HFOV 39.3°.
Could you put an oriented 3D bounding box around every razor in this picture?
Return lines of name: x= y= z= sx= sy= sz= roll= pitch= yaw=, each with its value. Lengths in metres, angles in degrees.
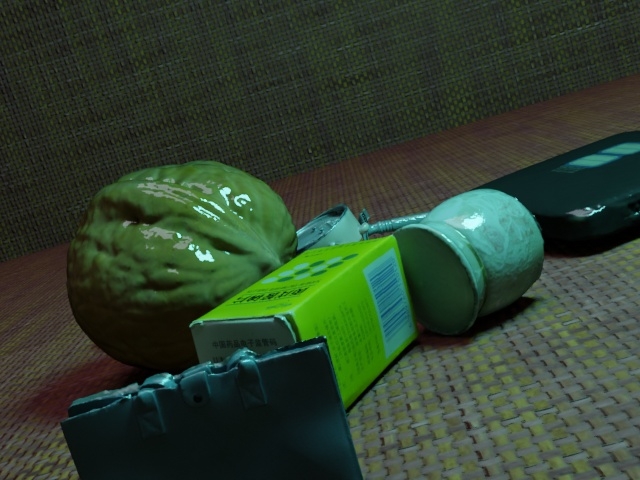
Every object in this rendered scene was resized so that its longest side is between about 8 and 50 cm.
razor: x=0.187 y=-0.036 z=1.639 sx=0.232 sy=0.068 sz=0.106 roll=-10 pitch=12 yaw=1

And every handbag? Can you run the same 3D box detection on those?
handbag: x=-0.085 y=0.169 z=0.733 sx=0.221 sy=0.144 sz=0.057 roll=-16 pitch=12 yaw=0

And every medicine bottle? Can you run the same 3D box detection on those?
medicine bottle: x=-0.007 y=0.100 z=0.985 sx=0.137 sy=0.141 sz=0.250 roll=-7 pitch=14 yaw=33
medicine bottle: x=0.171 y=0.024 z=1.072 sx=0.143 sy=0.147 sz=0.147 roll=-28 pitch=15 yaw=-33

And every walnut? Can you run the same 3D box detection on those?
walnut: x=-0.182 y=0.035 z=1.225 sx=0.333 sy=0.333 sz=0.333 roll=-16 pitch=10 yaw=3

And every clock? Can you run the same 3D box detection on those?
clock: x=0.000 y=0.000 z=1.570 sx=0.155 sy=0.063 sz=0.229 roll=-39 pitch=16 yaw=-6

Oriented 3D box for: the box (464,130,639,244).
box: x=0.432 y=-0.084 z=1.383 sx=0.350 sy=0.091 sz=0.359 roll=-21 pitch=12 yaw=-16
